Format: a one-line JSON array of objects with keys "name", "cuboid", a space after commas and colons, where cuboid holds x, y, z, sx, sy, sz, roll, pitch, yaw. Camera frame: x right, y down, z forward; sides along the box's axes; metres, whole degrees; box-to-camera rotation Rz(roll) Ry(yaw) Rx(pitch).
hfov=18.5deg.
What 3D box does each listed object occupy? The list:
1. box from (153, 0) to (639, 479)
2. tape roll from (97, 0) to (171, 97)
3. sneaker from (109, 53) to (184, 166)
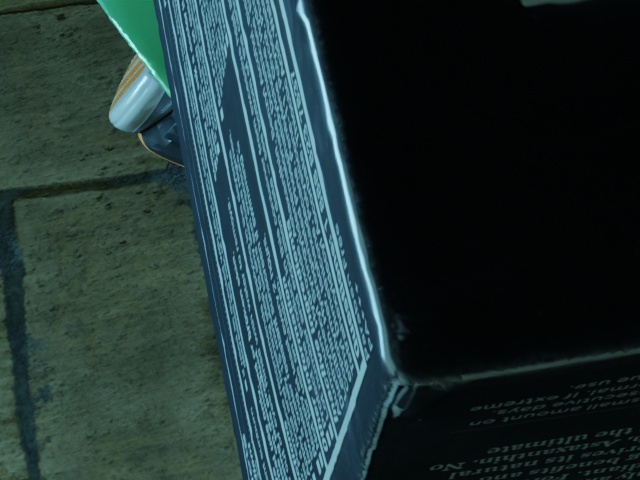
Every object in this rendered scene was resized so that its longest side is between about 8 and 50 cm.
[{"name": "box", "cuboid": [0.056, -0.054, 0.621, 0.294, 0.182, 0.296, 107, 153, -66]}, {"name": "tape roll", "cuboid": [-0.003, -0.059, 1.069, 0.321, 0.077, 0.321, 50, -176, -4]}, {"name": "sneaker", "cuboid": [-0.004, -0.146, 1.427, 0.321, 0.180, 0.125, -42, 22, 45]}]
